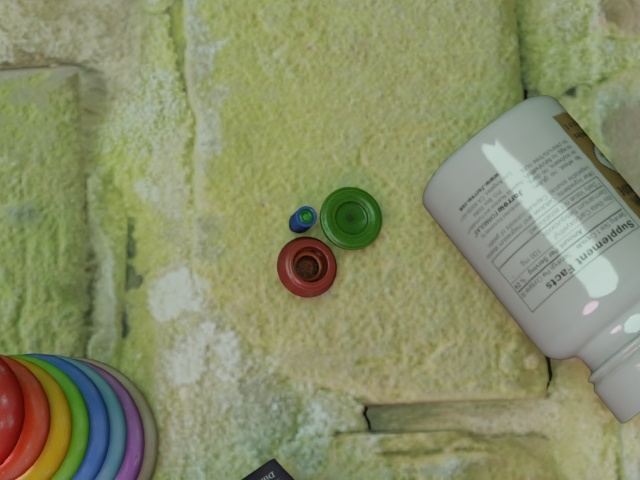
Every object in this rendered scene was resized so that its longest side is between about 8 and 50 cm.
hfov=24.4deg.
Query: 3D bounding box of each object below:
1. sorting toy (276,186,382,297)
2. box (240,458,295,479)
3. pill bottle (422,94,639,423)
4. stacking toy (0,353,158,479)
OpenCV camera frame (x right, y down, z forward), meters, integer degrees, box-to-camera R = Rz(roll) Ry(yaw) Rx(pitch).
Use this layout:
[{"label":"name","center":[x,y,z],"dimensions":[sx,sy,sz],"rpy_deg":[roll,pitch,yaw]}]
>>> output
[{"label":"sorting toy","center":[0.000,0.000,1.176],"dimensions":[0.061,0.042,0.102],"rpy_deg":[44,72,-3]},{"label":"box","center":[-0.078,0.299,1.010],"dimensions":[0.261,0.103,0.184],"rpy_deg":[-32,52,-21]},{"label":"pill bottle","center":[0.193,0.016,1.104],"dimensions":[0.131,0.131,0.229],"rpy_deg":[-37,78,-4]},{"label":"stacking toy","center":[-0.207,0.128,1.010],"dimensions":[0.141,0.330,0.141],"rpy_deg":[-1,77,4]}]
